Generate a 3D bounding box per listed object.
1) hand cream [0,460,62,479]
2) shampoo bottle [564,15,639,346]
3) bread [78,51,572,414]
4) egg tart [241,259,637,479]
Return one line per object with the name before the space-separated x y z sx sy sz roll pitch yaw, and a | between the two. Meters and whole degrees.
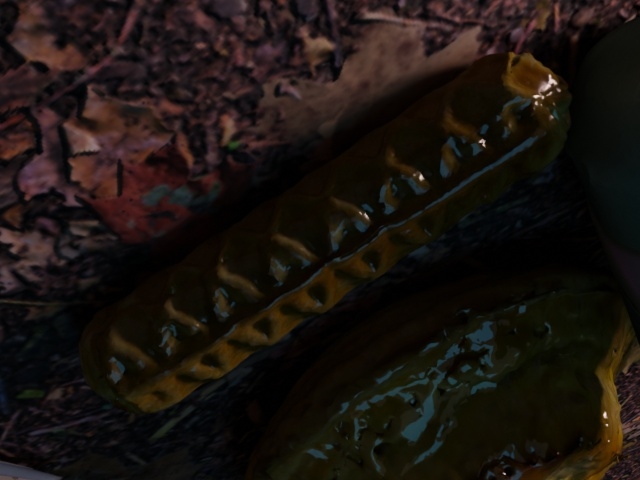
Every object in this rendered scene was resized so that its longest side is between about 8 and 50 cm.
hand cream | -0.273 0.180 0.678 0.065 0.043 0.170 -28 152 11
shampoo bottle | 0.278 -0.016 0.650 0.151 0.222 0.349 -18 137 19
bread | 0.000 0.000 0.586 0.367 0.084 0.077 -33 -174 7
egg tart | 0.142 0.200 0.864 0.443 0.178 0.443 -20 146 -14
